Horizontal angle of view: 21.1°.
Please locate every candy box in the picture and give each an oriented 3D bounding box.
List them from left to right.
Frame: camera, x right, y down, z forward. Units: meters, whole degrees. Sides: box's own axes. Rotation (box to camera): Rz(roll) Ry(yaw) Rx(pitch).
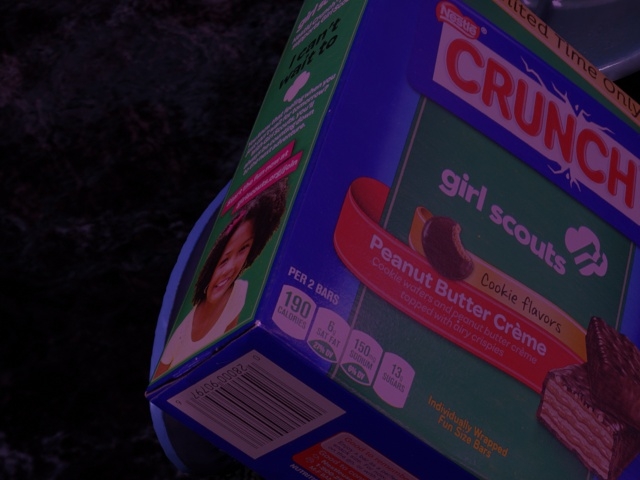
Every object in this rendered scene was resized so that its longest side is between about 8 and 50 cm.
[{"bbox_3d":[0.078,0.014,0.982,0.122,0.268,0.317,-33,30,44],"label":"candy box"}]

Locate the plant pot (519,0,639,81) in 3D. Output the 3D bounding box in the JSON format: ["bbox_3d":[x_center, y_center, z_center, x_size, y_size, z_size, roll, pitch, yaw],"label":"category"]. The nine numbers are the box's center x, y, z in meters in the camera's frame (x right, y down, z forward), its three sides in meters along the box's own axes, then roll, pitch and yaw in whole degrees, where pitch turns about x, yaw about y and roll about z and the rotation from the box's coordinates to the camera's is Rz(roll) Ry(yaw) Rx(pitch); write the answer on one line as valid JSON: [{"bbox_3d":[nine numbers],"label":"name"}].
[{"bbox_3d":[0.176,-0.345,1.266,0.341,0.341,0.334,11,44,20],"label":"plant pot"}]

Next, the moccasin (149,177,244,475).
[{"bbox_3d":[0.000,0.000,1.094,0.116,0.138,0.342,2,49,28],"label":"moccasin"}]
